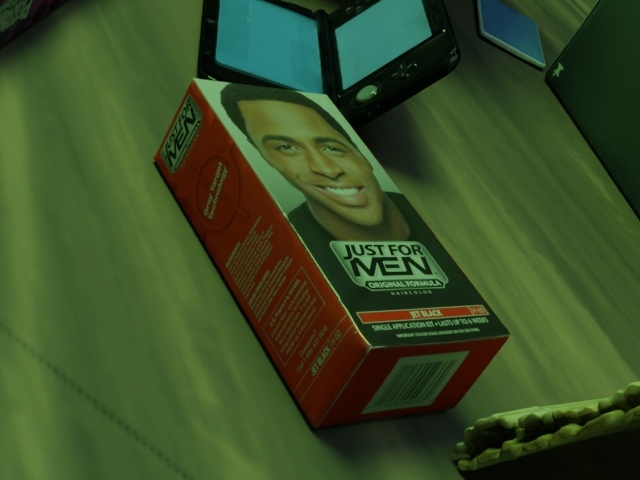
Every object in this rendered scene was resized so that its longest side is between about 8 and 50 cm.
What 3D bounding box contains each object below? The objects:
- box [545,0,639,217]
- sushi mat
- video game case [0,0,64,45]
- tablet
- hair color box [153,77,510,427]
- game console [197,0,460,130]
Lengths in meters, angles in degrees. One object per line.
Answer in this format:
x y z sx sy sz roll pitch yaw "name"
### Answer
0.280 -0.044 0.670 0.184 0.103 0.261 12 37 -26 "box"
0.205 0.047 0.430 0.316 0.151 0.019 0 70 -42 "sushi mat"
-0.211 -0.141 0.418 0.210 0.042 0.232 31 31 -4 "video game case"
0.137 -0.154 0.785 0.054 0.006 0.083 26 32 -11 "tablet"
0.000 0.000 0.408 0.072 0.043 0.141 0 43 -41 "hair color box"
0.003 -0.113 0.548 0.071 0.107 0.122 49 21 -32 "game console"
